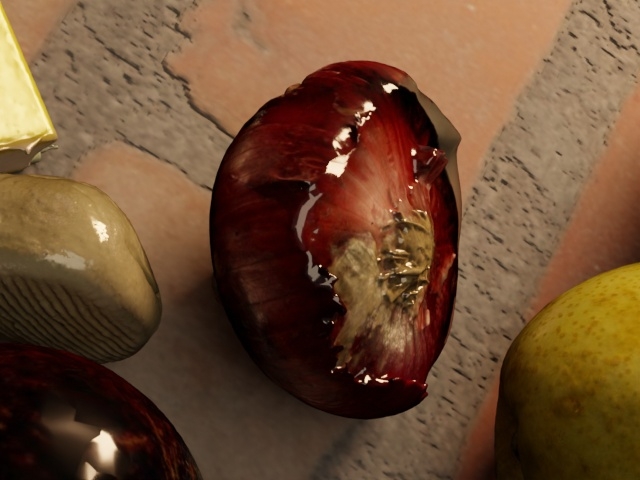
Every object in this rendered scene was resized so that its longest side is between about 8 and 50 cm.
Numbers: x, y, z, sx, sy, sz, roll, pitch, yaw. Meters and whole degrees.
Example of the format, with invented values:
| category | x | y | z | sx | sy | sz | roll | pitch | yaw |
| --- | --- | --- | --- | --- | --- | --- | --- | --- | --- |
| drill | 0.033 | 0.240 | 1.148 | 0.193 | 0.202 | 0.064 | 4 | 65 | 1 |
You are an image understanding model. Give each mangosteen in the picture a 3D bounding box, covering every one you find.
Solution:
| category | x | y | z | sx | sy | sz | roll | pitch | yaw |
| --- | --- | --- | --- | --- | --- | --- | --- | --- | --- |
| mangosteen | -0.215 | 0.224 | 1.164 | 0.330 | 0.330 | 0.330 | 5 | 78 | -22 |

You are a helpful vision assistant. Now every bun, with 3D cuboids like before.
| category | x | y | z | sx | sy | sz | roll | pitch | yaw |
| --- | --- | --- | --- | --- | --- | --- | --- | --- | --- |
| bun | -0.188 | 0.011 | 1.279 | 0.166 | 0.173 | 0.113 | 12 | 65 | 0 |

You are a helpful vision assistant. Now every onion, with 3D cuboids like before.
| category | x | y | z | sx | sy | sz | roll | pitch | yaw |
| --- | --- | --- | --- | --- | --- | --- | --- | --- | --- |
| onion | 0.000 | 0.000 | 1.357 | 0.272 | 0.195 | 0.272 | 12 | 76 | -62 |

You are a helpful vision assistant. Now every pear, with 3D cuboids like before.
| category | x | y | z | sx | sy | sz | roll | pitch | yaw |
| --- | --- | --- | --- | --- | --- | --- | --- | --- | --- |
| pear | 0.276 | 0.150 | 1.375 | 0.304 | 0.304 | 0.304 | 5 | 78 | -22 |

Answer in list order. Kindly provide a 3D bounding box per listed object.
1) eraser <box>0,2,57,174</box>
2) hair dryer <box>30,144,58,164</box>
| category | x | y | z | sx | sy | sz | roll | pitch | yaw |
| --- | --- | --- | --- | --- | --- | --- | --- | --- | --- |
| eraser | -0.298 | -0.140 | 1.277 | 0.158 | 0.069 | 0.226 | -16 | 77 | -42 |
| hair dryer | -0.249 | -0.050 | 1.337 | 0.124 | 0.038 | 0.063 | -19 | 89 | -32 |
